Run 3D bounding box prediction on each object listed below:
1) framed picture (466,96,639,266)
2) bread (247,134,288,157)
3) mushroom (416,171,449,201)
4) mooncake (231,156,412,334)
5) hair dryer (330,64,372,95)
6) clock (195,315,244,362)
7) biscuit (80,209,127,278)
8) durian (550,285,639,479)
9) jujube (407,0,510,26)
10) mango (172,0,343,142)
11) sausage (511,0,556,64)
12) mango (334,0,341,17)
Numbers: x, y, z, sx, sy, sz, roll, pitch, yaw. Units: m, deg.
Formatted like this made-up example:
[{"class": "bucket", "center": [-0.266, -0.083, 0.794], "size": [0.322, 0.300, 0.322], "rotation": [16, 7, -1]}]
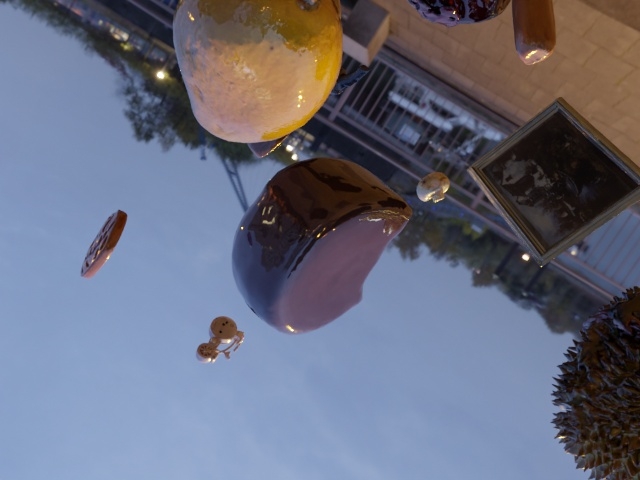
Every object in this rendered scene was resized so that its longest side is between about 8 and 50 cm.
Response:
[{"class": "framed picture", "center": [0.424, -0.121, 1.124], "size": [0.019, 0.232, 0.296], "rotation": [37, -159, -42]}, {"class": "bread", "center": [-0.100, -0.235, 1.211], "size": [0.044, 0.129, 0.126], "rotation": [27, -144, -31]}, {"class": "mushroom", "center": [0.275, -0.127, 1.480], "size": [0.067, 0.084, 0.083], "rotation": [66, -166, 10]}, {"class": "mooncake", "center": [0.000, 0.000, 1.091], "size": [0.174, 0.334, 0.325], "rotation": [44, 153, 33]}, {"class": "hair dryer", "center": [-0.004, -0.289, 1.004], "size": [0.272, 0.235, 0.091], "rotation": [21, 166, 41]}, {"class": "clock", "center": [-0.234, 0.237, 1.418], "size": [0.087, 0.041, 0.129], "rotation": [31, -134, 4]}, {"class": "biscuit", "center": [-0.235, 0.000, 0.658], "size": [0.015, 0.091, 0.078], "rotation": [29, -140, -27]}, {"class": "durian", "center": [0.526, 0.222, 0.882], "size": [0.347, 0.384, 0.347], "rotation": [57, -173, -10]}, {"class": "jujube", "center": [0.200, -0.549, 1.017], "size": [0.258, 0.259, 0.376], "rotation": [-134, 24, -64]}, {"class": "mango", "center": [-0.074, -0.188, 0.641], "size": [0.177, 0.119, 0.317], "rotation": [31, 155, -9]}, {"class": "sausage", "center": [0.554, -0.587, 1.586], "size": [0.105, 0.274, 0.105], "rotation": [2, 159, 1]}, {"class": "mango", "center": [-0.075, -0.501, 1.235], "size": [0.317, 0.211, 0.173], "rotation": [61, 165, 10]}]
